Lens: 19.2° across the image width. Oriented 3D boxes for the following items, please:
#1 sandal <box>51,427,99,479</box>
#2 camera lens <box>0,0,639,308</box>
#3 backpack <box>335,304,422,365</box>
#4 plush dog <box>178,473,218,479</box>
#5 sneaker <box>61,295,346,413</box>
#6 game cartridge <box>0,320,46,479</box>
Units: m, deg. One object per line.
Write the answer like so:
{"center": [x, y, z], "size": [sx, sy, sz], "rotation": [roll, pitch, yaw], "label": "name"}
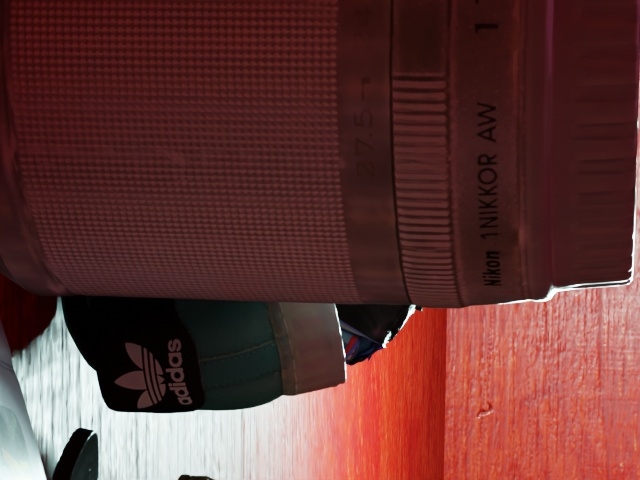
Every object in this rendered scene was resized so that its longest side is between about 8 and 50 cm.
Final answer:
{"center": [-0.112, 0.181, 0.912], "size": [0.067, 0.040, 0.179], "rotation": [51, 42, -76], "label": "sandal"}
{"center": [-0.009, -0.084, 0.767], "size": [0.219, 0.274, 0.219], "rotation": [1, 90, -81], "label": "camera lens"}
{"center": [0.000, 0.000, 1.223], "size": [0.117, 0.158, 0.173], "rotation": [-60, 177, 7], "label": "backpack"}
{"center": [-0.034, 0.246, 0.936], "size": [0.225, 0.210, 0.262], "rotation": [55, -48, 53], "label": "plush dog"}
{"center": [-0.076, 0.000, 0.958], "size": [0.302, 0.121, 0.108], "rotation": [-123, -159, -69], "label": "sneaker"}
{"center": [-0.117, 0.110, 0.554], "size": [0.196, 0.060, 0.294], "rotation": [73, 1, -75], "label": "game cartridge"}
